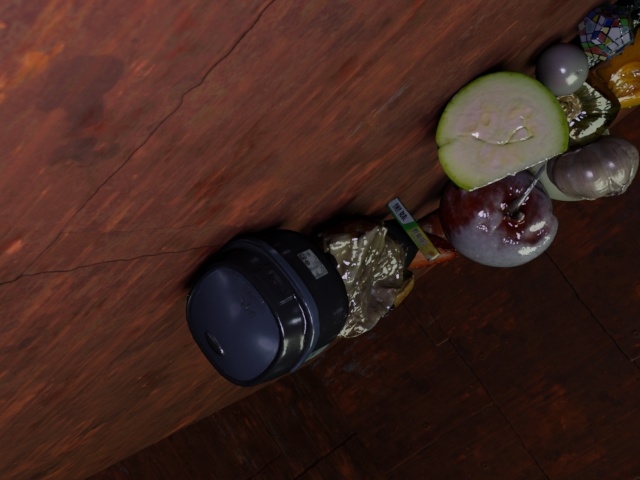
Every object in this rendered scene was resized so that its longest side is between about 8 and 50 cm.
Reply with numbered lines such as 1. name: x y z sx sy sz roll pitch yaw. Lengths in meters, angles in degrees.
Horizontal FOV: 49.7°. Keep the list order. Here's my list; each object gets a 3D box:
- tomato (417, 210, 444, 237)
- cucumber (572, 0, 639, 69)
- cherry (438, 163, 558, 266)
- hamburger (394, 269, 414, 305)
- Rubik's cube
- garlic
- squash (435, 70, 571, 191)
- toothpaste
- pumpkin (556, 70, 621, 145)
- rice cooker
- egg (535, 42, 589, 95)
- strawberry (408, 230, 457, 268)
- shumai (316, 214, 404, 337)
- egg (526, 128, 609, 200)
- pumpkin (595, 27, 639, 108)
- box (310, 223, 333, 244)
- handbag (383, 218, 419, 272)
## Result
1. tomato: 0.344 -0.005 2.274 0.228 0.101 0.228 -37 168 -10
2. cucumber: 0.592 -0.426 1.460 0.300 0.072 0.072 -42 166 23
3. cherry: 0.501 -0.071 1.940 0.335 0.326 0.291 14 95 -68
4. hamburger: 0.180 0.168 2.326 0.330 0.162 0.209 -29 168 -9
5. Rubik's cube: 0.571 -0.416 1.377 0.111 0.111 0.093 -40 -168 17
6. garlic: 0.695 -0.180 1.753 0.228 0.152 0.228 -19 -164 6
7. squash: 0.356 -0.193 1.372 0.233 0.210 0.309 -24 166 14
8. toothpaste: 0.231 -0.026 1.705 0.037 0.178 0.043 -39 166 15
9. pumpkin: 0.593 -0.361 1.673 0.280 0.190 0.139 30 124 -28
10. rice cooker: -0.085 0.114 1.232 0.224 0.267 0.267 -22 162 -50
11. egg: 0.486 -0.343 1.391 0.103 0.103 0.135 -39 169 15
12. strawberry: 0.269 0.010 2.025 0.236 0.107 0.175 7 154 -11
13. shumai: 0.042 0.043 1.516 0.346 0.217 0.283 -42 139 -24
14. egg: 0.685 -0.200 1.950 0.286 0.174 0.264 -3 150 -4
15. pumpkin: 0.832 -0.448 1.783 0.149 0.130 0.254 5 154 -36
16. box: 0.000 0.000 1.547 0.051 0.023 0.082 -29 166 -26
17. handbag: 0.147 0.040 1.780 0.215 0.155 0.169 -42 175 22
